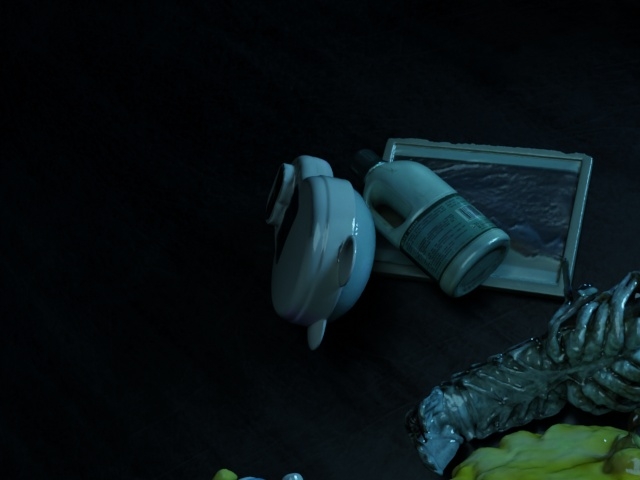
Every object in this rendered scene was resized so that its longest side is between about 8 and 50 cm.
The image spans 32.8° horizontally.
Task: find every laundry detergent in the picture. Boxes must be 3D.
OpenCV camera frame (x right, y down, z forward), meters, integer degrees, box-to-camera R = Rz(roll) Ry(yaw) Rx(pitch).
[{"bbox_3d":[0.115,-0.035,1.296,0.099,0.070,0.225,-45,61,-2],"label":"laundry detergent"}]

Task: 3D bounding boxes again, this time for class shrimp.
[{"bbox_3d":[0.285,0.124,1.145,0.410,0.166,0.221,-24,93,22],"label":"shrimp"}]

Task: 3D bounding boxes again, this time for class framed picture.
[{"bbox_3d":[0.184,-0.032,1.324,0.265,0.018,0.192,6,67,21],"label":"framed picture"}]

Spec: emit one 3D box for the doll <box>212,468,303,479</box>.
[{"bbox_3d":[-0.039,0.336,1.176,0.241,0.099,0.135,27,54,26],"label":"doll"}]

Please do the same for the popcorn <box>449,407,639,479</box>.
[{"bbox_3d":[0.245,0.347,0.978,0.348,0.349,0.382,-7,102,15],"label":"popcorn"}]

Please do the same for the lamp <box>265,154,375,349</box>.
[{"bbox_3d":[0.002,0.000,1.299,0.107,0.180,0.246,12,37,-21],"label":"lamp"}]
